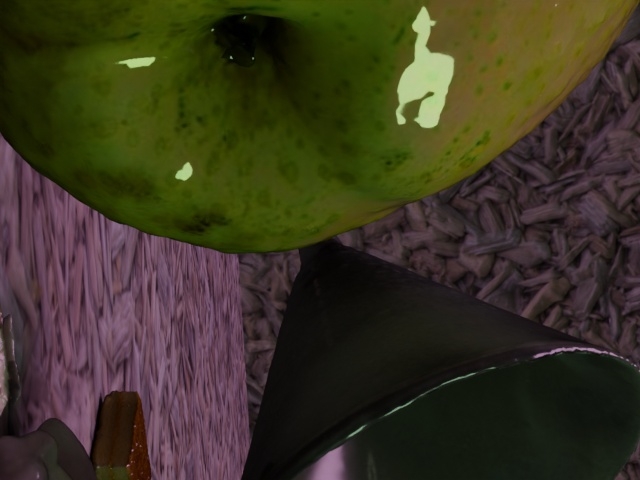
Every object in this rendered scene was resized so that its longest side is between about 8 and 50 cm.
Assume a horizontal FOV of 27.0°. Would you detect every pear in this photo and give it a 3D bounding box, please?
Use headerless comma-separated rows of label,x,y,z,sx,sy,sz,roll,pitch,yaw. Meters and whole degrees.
pear,-0.019,-0.177,0.612,0.391,0.391,0.391,-2,90,-90

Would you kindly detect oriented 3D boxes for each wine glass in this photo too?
wine glass,0.000,0.000,0.840,0.267,0.267,0.406,88,-19,-53

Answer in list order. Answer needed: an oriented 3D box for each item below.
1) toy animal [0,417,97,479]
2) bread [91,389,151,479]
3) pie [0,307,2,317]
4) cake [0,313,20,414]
toy animal,-0.120,0.220,0.769,0.282,0.138,0.140,44,-4,-23
bread,-0.157,0.183,1.067,0.090,0.035,0.094,-92,180,-55
pie,-0.171,0.034,0.656,0.084,0.021,0.084,178,-90,-86
cake,-0.168,0.047,0.467,0.121,0.065,0.052,16,71,-66
